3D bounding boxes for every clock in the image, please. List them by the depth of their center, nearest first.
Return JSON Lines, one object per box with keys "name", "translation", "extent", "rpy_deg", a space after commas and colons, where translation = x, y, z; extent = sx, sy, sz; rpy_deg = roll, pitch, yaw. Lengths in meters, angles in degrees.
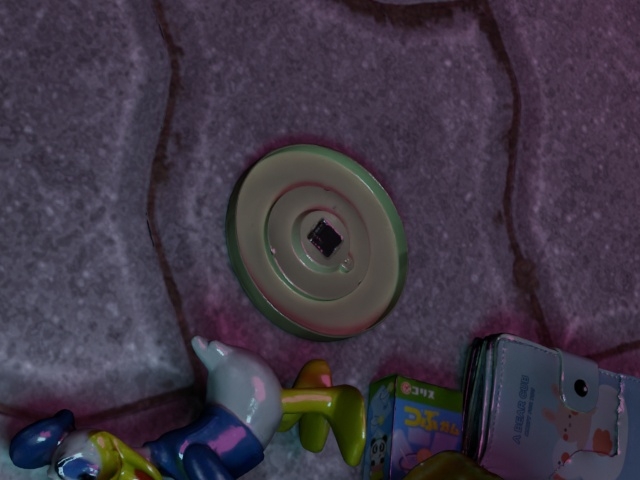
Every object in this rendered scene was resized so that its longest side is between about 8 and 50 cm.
{"name": "clock", "translation": [0.000, 0.000, 1.755], "extent": [0.235, 0.029, 0.235], "rpy_deg": [12, 66, -29]}

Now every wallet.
{"name": "wallet", "translation": [0.281, 0.219, 1.834], "extent": [0.250, 0.075, 0.176], "rpy_deg": [18, 70, -26]}

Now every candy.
{"name": "candy", "translation": [0.102, 0.253, 1.709], "extent": [0.097, 0.062, 0.194], "rpy_deg": [17, 65, -27]}

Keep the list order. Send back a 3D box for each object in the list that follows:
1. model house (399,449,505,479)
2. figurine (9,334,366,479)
{"name": "model house", "translation": [0.130, 0.358, 1.566], "extent": [0.268, 0.173, 0.239], "rpy_deg": [-36, 90, -18]}
{"name": "figurine", "translation": [-0.142, 0.236, 1.526], "extent": [0.338, 0.204, 0.283], "rpy_deg": [8, 75, -18]}
